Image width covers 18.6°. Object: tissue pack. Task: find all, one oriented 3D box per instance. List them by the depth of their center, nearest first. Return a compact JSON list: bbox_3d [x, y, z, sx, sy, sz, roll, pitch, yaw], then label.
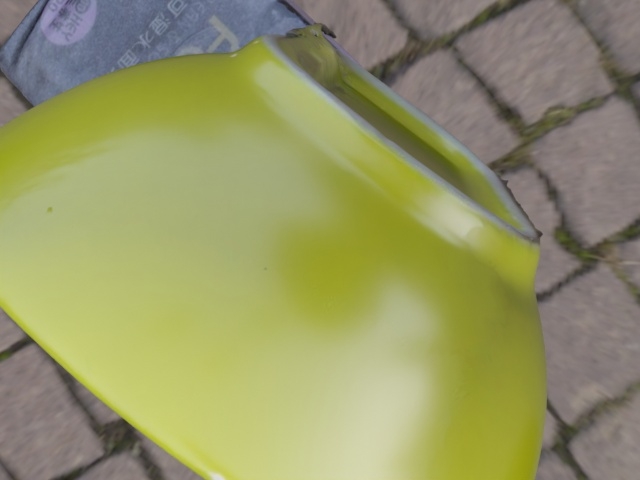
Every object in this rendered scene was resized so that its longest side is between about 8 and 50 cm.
[{"bbox_3d":[-0.057,-0.070,0.849,0.112,0.051,0.156,-49,64,9],"label":"tissue pack"}]

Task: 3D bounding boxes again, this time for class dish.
[{"bbox_3d":[0.000,0.000,0.664,0.221,0.262,0.108,37,101,-3],"label":"dish"}]
